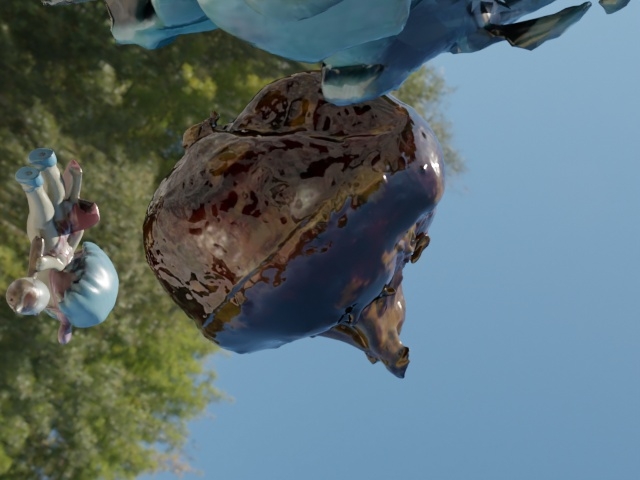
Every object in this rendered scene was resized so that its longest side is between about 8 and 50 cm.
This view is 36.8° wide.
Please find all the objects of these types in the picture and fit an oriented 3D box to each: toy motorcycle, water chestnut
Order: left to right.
[{"bbox_3d":[0.000,0.000,1.043,0.335,0.347,0.335,-37,174,-5],"label":"water chestnut"},{"bbox_3d":[0.030,-0.132,0.406,0.260,0.154,0.206,-25,-153,-38],"label":"toy motorcycle"}]

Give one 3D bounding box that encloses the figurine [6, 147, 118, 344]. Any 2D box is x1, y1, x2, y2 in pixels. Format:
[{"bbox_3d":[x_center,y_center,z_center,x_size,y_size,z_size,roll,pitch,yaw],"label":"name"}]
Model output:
[{"bbox_3d":[-0.311,0.019,1.159,0.205,0.103,0.260,-93,-179,-48],"label":"figurine"}]
